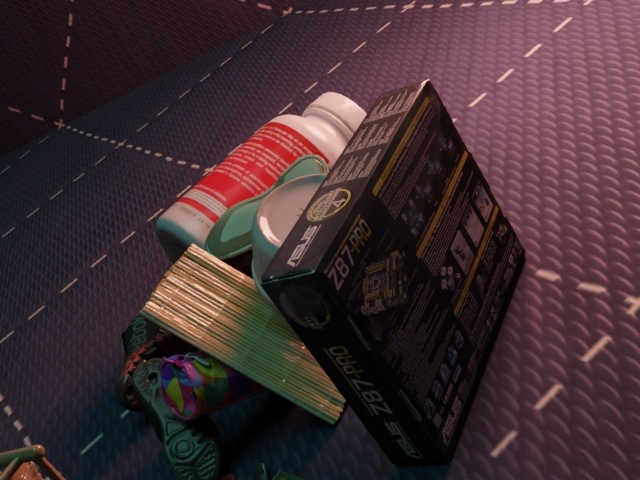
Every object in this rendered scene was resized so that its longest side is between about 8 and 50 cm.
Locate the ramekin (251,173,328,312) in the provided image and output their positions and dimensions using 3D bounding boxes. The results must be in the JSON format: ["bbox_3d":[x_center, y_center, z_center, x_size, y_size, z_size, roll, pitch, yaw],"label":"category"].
[{"bbox_3d":[0.000,0.000,1.360,0.207,0.109,0.207,-5,42,5],"label":"ramekin"}]

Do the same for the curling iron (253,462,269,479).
[{"bbox_3d":[-0.080,0.370,1.225,0.068,0.035,0.274,-27,27,13],"label":"curling iron"}]

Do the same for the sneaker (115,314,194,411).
[{"bbox_3d":[-0.292,0.196,1.701,0.135,0.098,0.276,-17,28,30],"label":"sneaker"}]

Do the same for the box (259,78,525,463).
[{"bbox_3d":[0.117,0.033,1.259,0.097,0.318,0.395,-11,34,37],"label":"box"}]

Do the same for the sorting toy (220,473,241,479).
[{"bbox_3d":[-0.134,0.387,1.192,0.132,0.046,0.274,-48,18,3],"label":"sorting toy"}]

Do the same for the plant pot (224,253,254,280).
[{"bbox_3d":[-0.023,0.054,1.555,0.188,0.167,0.187,-10,35,41],"label":"plant pot"}]

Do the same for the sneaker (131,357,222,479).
[{"bbox_3d":[-0.197,0.289,1.463,0.087,0.130,0.227,-33,53,-10],"label":"sneaker"}]

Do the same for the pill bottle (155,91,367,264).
[{"bbox_3d":[-0.078,-0.077,1.773,0.407,0.229,0.229,-44,27,-19],"label":"pill bottle"}]

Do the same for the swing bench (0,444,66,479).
[{"bbox_3d":[-0.409,0.401,1.303,0.254,0.253,0.165,-5,38,44],"label":"swing bench"}]

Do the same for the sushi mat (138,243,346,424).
[{"bbox_3d":[-0.087,0.128,1.397,0.151,0.316,0.019,-60,-1,-39],"label":"sushi mat"}]

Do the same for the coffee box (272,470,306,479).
[{"bbox_3d":[0.026,0.324,1.099,0.184,0.113,0.040,5,48,50],"label":"coffee box"}]

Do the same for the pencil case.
[{"bbox_3d":[-0.117,0.182,1.423,0.236,0.104,0.104,-16,11,-38],"label":"pencil case"}]

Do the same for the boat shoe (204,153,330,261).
[{"bbox_3d":[-0.074,-0.038,1.510,0.227,0.069,0.081,-37,66,2],"label":"boat shoe"}]
